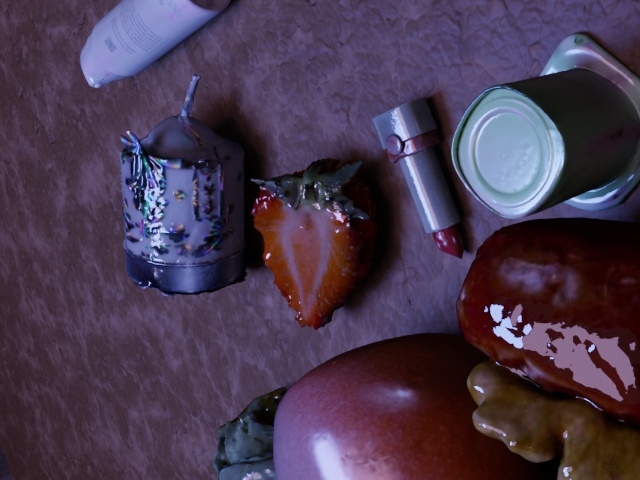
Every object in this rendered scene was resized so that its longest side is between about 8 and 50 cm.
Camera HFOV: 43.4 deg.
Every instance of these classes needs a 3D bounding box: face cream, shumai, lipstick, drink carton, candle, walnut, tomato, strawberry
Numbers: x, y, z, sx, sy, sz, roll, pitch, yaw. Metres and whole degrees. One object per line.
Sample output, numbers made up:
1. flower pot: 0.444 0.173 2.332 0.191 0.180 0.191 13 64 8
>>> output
1. face cream: -0.262 -0.320 1.204 0.345 0.102 0.102 -13 95 50
2. shumai: -0.023 0.350 1.195 0.225 0.222 0.260 -37 109 23
3. lipstick: 0.120 -0.063 0.911 0.063 0.057 0.186 -19 94 50
4. drink carton: 0.208 -0.089 0.732 0.144 0.142 0.146 49 134 22
5. candle: -0.196 -0.084 1.164 0.187 0.187 0.330 24 121 41
6. walnut: 0.244 0.112 0.675 0.269 0.244 0.221 11 146 27
7. tomato: 0.087 0.264 0.862 0.341 0.273 0.341 179 90 -90
8. strawberry: 0.014 0.006 1.035 0.174 0.098 0.228 2 120 32
